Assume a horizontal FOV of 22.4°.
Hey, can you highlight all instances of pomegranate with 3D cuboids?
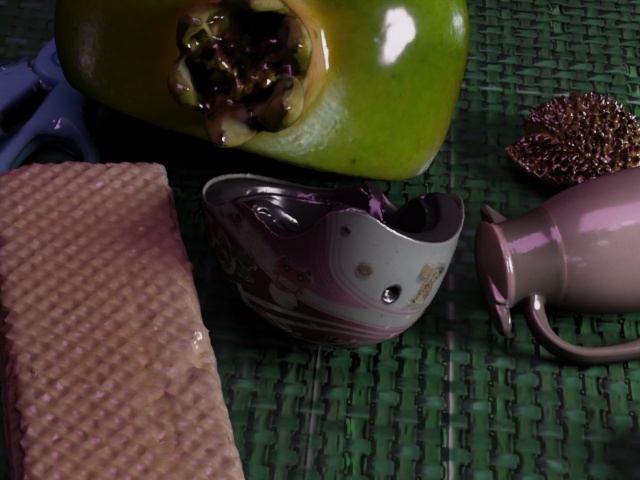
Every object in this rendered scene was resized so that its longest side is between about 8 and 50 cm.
[{"bbox_3d":[-0.034,-0.174,1.169,0.309,0.216,0.358,19,8,-2],"label":"pomegranate"}]

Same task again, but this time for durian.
[{"bbox_3d":[0.213,-0.072,1.255,0.110,0.071,0.140,-20,50,-28],"label":"durian"}]

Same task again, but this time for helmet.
[{"bbox_3d":[0.005,0.016,1.089,0.176,0.107,0.153,9,13,35],"label":"helmet"}]

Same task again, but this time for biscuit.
[{"bbox_3d":[-0.126,0.099,0.994,0.144,0.079,0.426,-4,40,-12],"label":"biscuit"}]

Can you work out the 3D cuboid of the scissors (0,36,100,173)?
[{"bbox_3d":[-0.214,-0.137,1.313,0.180,0.032,0.393,21,41,8],"label":"scissors"}]

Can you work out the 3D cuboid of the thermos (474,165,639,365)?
[{"bbox_3d":[0.205,0.018,1.126,0.193,0.105,0.137,-10,72,-13],"label":"thermos"}]
